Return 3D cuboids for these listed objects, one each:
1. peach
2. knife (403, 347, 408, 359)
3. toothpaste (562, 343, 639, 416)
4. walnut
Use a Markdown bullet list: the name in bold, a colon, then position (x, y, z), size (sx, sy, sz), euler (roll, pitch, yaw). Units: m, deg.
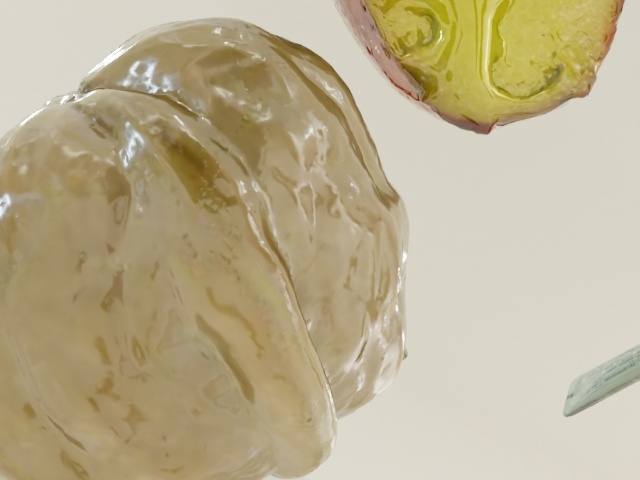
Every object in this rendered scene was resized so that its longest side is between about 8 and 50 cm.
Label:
- **peach**: position (0.120, -0.246, 1.040), size (0.281, 0.281, 0.338), euler (-38, -131, 40)
- **knife**: position (0.000, 0.001, 1.296), size (0.293, 0.043, 0.020), euler (51, -14, 13)
- **toothpaste**: position (0.299, 0.120, 1.235), size (0.029, 0.048, 0.197), euler (33, -39, -13)
- **walnut**: position (-0.090, 0.027, 0.754), size (0.285, 0.296, 0.285), euler (49, -18, 22)
